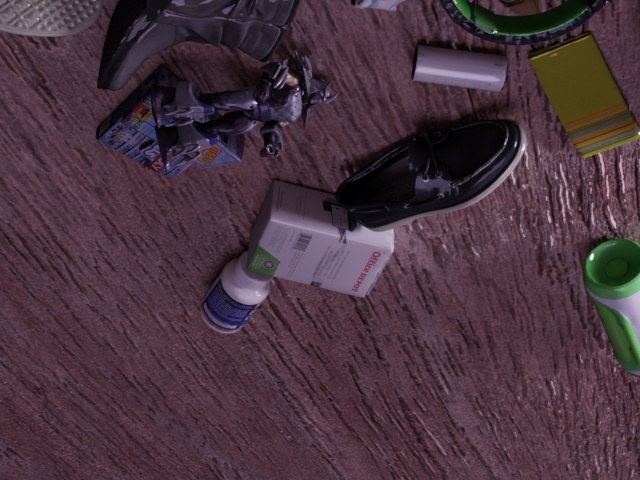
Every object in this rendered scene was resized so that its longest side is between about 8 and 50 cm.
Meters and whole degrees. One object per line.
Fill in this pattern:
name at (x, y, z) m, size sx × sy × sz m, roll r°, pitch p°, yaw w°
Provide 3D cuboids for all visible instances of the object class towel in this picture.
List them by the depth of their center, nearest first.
towel at (0.403, -0.219, 1.962) m, size 0.102 × 0.021 × 0.237 m, roll -20°, pitch 135°, yaw 20°

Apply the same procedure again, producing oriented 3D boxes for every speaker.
speaker at (0.203, -0.254, 1.906) m, size 0.136 × 0.055 × 0.055 m, roll 7°, pitch 142°, yaw -2°
speaker at (0.555, 0.125, 2.294) m, size 0.131 × 0.131 × 0.296 m, roll -12°, pitch 139°, yaw 20°

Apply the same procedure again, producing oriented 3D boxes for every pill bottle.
pill bottle at (-0.147, 0.090, 2.346) m, size 0.094 × 0.094 × 0.169 m, roll 19°, pitch 140°, yaw -17°

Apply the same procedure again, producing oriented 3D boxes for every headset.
headset at (0.304, -0.396, 1.609) m, size 0.243 × 0.185 × 0.394 m, roll 21°, pitch 128°, yaw -20°

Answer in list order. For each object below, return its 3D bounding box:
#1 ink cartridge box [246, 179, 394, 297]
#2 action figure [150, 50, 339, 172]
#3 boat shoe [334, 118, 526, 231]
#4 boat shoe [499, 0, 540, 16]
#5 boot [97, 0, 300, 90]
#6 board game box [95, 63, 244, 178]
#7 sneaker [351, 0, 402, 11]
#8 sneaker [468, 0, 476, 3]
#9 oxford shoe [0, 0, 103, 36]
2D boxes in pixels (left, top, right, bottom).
ink cartridge box at (0.000, 0.000, 2.217) m, size 0.219 × 0.092 × 0.160 m, roll 14°, pitch 141°, yaw -12°
action figure at (-0.108, -0.194, 1.947) m, size 0.285 × 0.099 × 0.185 m, roll -13°, pitch 139°, yaw -8°
boat shoe at (0.160, -0.114, 2.032) m, size 0.340 × 0.127 × 0.113 m, roll -20°, pitch 149°, yaw 41°
boat shoe at (0.260, -0.346, 1.790) m, size 0.050 × 0.045 × 0.135 m, roll -25°, pitch 133°, yaw 32°
boot at (-0.173, -0.296, 1.850) m, size 0.223 × 0.118 × 0.338 m, roll 17°, pitch 145°, yaw -24°
board game box at (-0.229, -0.164, 2.059) m, size 0.194 × 0.060 × 0.194 m, roll 29°, pitch 136°, yaw -27°
sneaker at (0.124, -0.377, 1.759) m, size 0.083 × 0.071 × 0.191 m, roll 13°, pitch 147°, yaw -30°
sneaker at (0.188, -0.350, 1.799) m, size 0.057 × 0.047 × 0.119 m, roll 3°, pitch 135°, yaw 12°
oxford shoe at (-0.517, -0.390, 1.760) m, size 0.449 × 0.169 × 0.130 m, roll 11°, pitch -177°, yaw -21°
